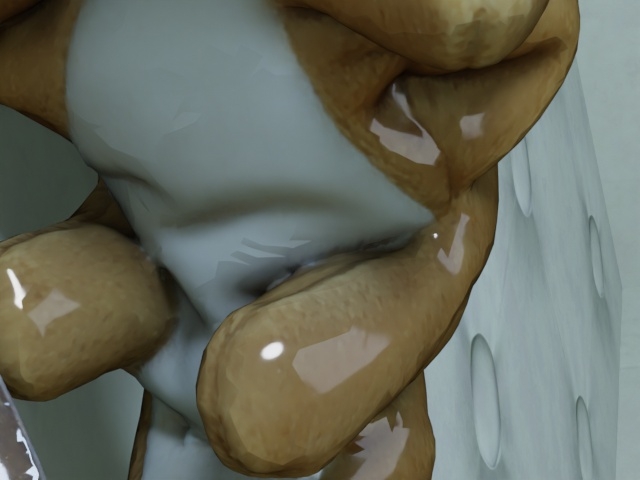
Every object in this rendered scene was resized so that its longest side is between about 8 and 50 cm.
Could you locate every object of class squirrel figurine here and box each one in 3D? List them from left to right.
[{"bbox_3d":[0.000,0.000,0.737,0.397,0.281,0.370,-58,144,-61],"label":"squirrel figurine"}]

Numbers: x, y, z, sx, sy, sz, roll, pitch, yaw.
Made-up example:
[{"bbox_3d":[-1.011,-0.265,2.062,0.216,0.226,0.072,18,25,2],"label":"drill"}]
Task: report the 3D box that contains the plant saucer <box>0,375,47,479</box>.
[{"bbox_3d":[-0.160,0.059,0.405,0.311,0.050,0.310,59,10,-18],"label":"plant saucer"}]
